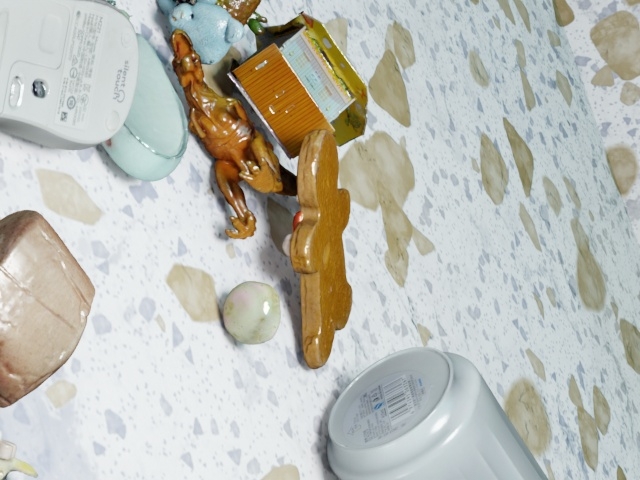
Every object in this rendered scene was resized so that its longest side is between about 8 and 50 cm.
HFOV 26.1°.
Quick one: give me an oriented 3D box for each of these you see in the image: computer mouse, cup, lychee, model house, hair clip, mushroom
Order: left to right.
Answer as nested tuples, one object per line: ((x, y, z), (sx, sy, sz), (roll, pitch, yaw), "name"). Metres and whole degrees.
((-0.345, 0.182, 1.291), (0.056, 0.062, 0.214), (-53, 130, -9), "hair clip")
((-0.324, -0.195, 1.496), (0.297, 0.121, 0.184), (-1, 98, -62), "computer mouse")
((-0.135, -0.338, 1.930), (0.146, 0.114, 0.114), (33, 39, -10), "lychee")
((-0.084, 0.092, 1.767), (0.067, 0.083, 0.083), (0, 72, -45), "mushroom")
((-0.045, -0.191, 1.971), (0.136, 0.207, 0.219), (-43, 110, -28), "model house")
((0.148, 0.355, 1.886), (0.323, 0.237, 0.327), (-49, 120, -25), "cup")

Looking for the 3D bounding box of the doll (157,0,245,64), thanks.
((-0.178, -0.318, 1.847), (0.075, 0.120, 0.179), (-25, 88, -53), "doll")

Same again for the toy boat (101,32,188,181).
((-0.239, -0.164, 1.695), (0.134, 0.079, 0.207), (-7, 68, -55), "toy boat")

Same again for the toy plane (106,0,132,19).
((-0.265, -0.286, 1.753), (0.083, 0.033, 0.080), (-9, 91, -61), "toy plane")

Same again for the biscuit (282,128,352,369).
((-0.003, 0.000, 1.907), (0.205, 0.049, 0.324), (-57, 148, -57), "biscuit")

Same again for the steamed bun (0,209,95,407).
((-0.311, 0.071, 1.382), (0.145, 0.106, 0.175), (58, 44, -31), "steamed bun")

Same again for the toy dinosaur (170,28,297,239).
((-0.092, -0.092, 1.868), (0.432, 0.097, 0.208), (56, 15, -40), "toy dinosaur")
